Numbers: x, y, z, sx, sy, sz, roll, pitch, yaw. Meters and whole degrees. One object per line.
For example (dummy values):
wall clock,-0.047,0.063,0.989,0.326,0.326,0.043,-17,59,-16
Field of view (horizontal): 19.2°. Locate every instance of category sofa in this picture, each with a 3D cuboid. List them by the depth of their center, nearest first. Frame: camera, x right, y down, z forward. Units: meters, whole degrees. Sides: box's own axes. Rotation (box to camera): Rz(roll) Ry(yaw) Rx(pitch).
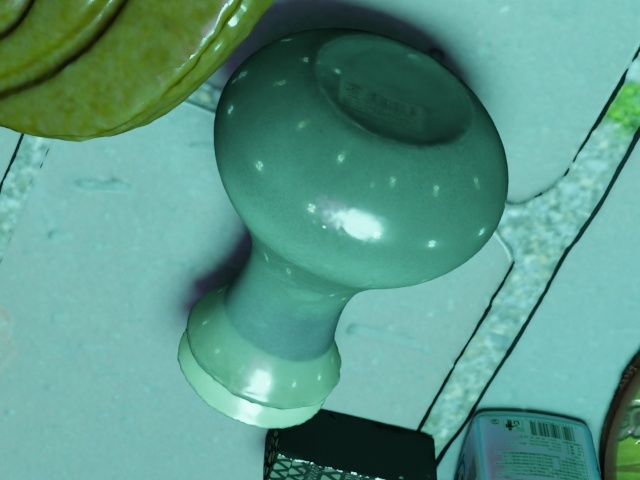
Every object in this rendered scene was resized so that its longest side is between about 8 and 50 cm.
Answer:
sofa,0.021,0.156,1.317,0.118,0.060,0.039,14,126,-9

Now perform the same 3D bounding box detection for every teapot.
teapot,0.000,0.000,1.171,0.183,0.183,0.251,18,129,-10

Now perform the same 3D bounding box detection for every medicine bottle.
medicine bottle,0.142,0.215,1.277,0.094,0.188,0.119,7,120,-4

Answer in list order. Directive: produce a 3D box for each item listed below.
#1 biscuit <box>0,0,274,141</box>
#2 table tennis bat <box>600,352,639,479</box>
biscuit,-0.194,-0.219,0.977,0.394,0.070,0.350,32,106,14
table tennis bat,0.360,0.204,1.357,0.268,0.051,0.415,-23,115,13
